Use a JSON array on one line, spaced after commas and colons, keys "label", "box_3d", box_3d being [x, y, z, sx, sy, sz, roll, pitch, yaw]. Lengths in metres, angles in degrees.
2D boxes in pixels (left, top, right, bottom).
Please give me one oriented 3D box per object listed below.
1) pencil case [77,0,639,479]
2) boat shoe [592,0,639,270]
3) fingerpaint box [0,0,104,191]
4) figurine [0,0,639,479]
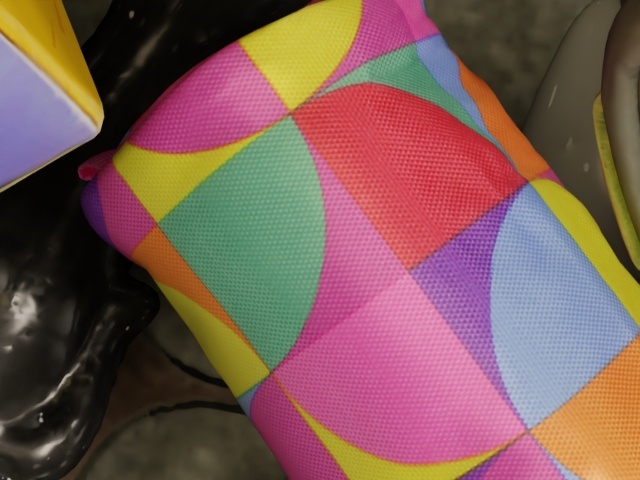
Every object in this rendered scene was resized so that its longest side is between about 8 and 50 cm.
[{"label": "pencil case", "box_3d": [0.043, 0.048, 0.394, 0.104, 0.104, 0.236, -37, 85, 7]}, {"label": "boat shoe", "box_3d": [0.155, 0.050, 0.416, 0.109, 0.091, 0.305, -14, 113, 42]}, {"label": "fingerpaint box", "box_3d": [-0.321, -0.086, 0.388, 0.444, 0.163, 0.371, -29, 57, 7]}, {"label": "figurine", "box_3d": [0.000, 0.000, 0.480, 0.215, 0.092, 0.209, 32, 91, 3]}]
